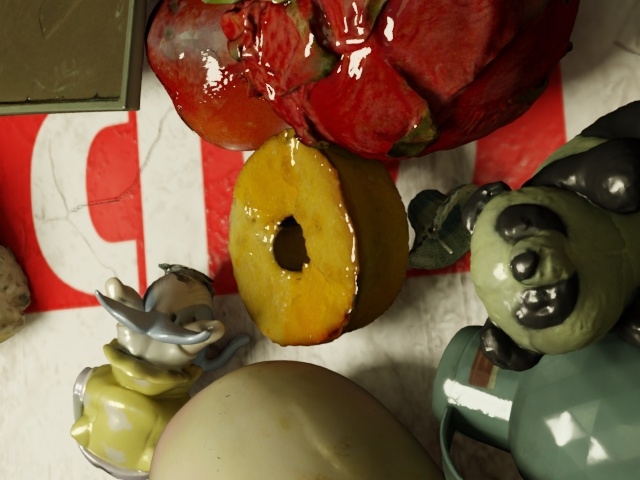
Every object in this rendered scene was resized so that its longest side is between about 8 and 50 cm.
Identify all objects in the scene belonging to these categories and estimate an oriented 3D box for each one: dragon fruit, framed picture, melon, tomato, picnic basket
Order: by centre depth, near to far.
[{"bbox_3d":[0.072,-0.184,0.828,0.299,0.244,0.244,-28,74,5],"label":"dragon fruit"},{"bbox_3d":[0.003,0.237,0.858,0.223,0.223,0.317,-44,72,21],"label":"melon"},{"bbox_3d":[0.099,-0.006,0.905,0.083,0.065,0.083,-53,50,17],"label":"picnic basket"},{"bbox_3d":[-0.075,-0.172,0.985,0.173,0.099,0.189,-27,74,27],"label":"tomato"},{"bbox_3d":[-0.240,-0.211,1.078,0.265,0.018,0.192,6,92,48],"label":"framed picture"}]

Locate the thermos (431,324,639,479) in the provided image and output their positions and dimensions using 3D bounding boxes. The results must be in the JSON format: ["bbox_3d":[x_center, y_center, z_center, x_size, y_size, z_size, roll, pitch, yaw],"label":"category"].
[{"bbox_3d":[0.207,0.140,0.781,0.287,0.182,0.145,13,133,28],"label":"thermos"}]

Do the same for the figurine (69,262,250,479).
[{"bbox_3d":[-0.140,0.103,0.970,0.128,0.208,0.183,19,67,5],"label":"figurine"}]

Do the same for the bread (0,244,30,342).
[{"bbox_3d":[-0.428,-0.019,1.135,0.192,0.171,0.314,-25,76,22],"label":"bread"}]

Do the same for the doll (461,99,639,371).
[{"bbox_3d":[0.187,-0.004,0.767,0.135,0.234,0.143,-7,110,38],"label":"doll"}]

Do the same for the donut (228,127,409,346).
[{"bbox_3d":[0.000,-0.001,0.926,0.190,0.075,0.174,-47,61,51],"label":"donut"}]
